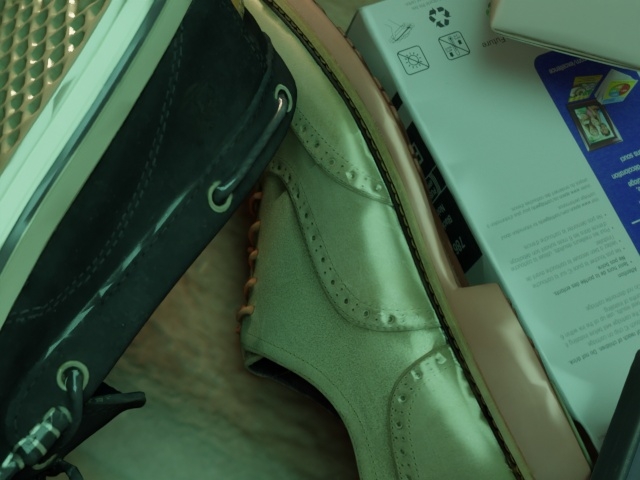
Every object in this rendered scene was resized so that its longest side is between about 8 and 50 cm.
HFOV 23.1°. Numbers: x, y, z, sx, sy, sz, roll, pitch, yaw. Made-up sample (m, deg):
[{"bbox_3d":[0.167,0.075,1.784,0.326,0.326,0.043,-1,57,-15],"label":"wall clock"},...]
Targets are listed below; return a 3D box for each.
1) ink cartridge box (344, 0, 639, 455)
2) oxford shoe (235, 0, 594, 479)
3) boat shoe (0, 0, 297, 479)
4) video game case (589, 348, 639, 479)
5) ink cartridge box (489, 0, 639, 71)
[{"bbox_3d":[0.157,-0.017,0.970,0.165,0.065,0.332,-20,74,-21],"label":"ink cartridge box"},{"bbox_3d":[0.000,0.000,0.889,0.146,0.140,0.397,-30,66,2],"label":"oxford shoe"},{"bbox_3d":[-0.173,0.066,0.781,0.156,0.187,0.500,39,78,-37],"label":"boat shoe"},{"bbox_3d":[0.226,0.212,0.849,0.274,0.026,0.196,41,62,-30],"label":"video game case"},{"bbox_3d":[0.188,-0.268,0.940,0.117,0.207,0.283,14,42,-4],"label":"ink cartridge box"}]
